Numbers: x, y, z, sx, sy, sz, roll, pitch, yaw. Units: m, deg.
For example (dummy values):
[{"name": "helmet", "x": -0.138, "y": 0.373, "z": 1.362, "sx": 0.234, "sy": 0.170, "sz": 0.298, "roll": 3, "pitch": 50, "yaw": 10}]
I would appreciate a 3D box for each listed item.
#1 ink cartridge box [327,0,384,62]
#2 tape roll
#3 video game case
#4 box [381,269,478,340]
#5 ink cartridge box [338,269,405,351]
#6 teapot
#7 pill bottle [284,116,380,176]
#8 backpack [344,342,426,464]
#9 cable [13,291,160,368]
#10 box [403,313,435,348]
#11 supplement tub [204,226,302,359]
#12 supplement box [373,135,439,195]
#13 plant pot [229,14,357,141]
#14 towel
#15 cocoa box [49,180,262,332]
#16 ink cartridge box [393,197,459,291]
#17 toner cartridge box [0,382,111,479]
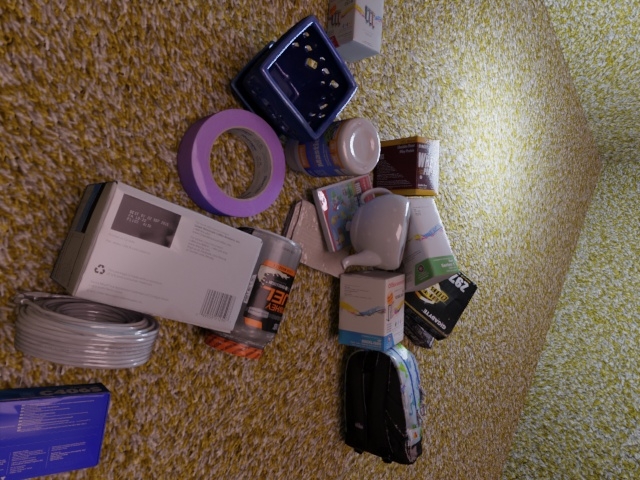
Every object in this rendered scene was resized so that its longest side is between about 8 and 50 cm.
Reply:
[{"name": "ink cartridge box", "x": 0.107, "y": -0.677, "z": 1.377, "sx": 0.128, "sy": 0.128, "sz": 0.176, "roll": 4, "pitch": 90, "yaw": -41}, {"name": "tape roll", "x": -0.228, "y": -0.199, "z": 1.154, "sx": 0.275, "sy": 0.090, "sz": 0.274, "roll": -4, "pitch": 97, "yaw": -40}, {"name": "video game case", "x": 0.097, "y": -0.097, "z": 1.444, "sx": 0.285, "sy": 0.025, "sz": 0.203, "roll": -24, "pitch": 101, "yaw": -46}, {"name": "box", "x": 0.389, "y": 0.167, "z": 1.625, "sx": 0.322, "sy": 0.079, "sz": 0.257, "roll": 41, "pitch": 62, "yaw": 1}, {"name": "ink cartridge box", "x": 0.173, "y": 0.223, "z": 1.459, "sx": 0.171, "sy": 0.168, "sz": 0.232, "roll": -5, "pitch": 97, "yaw": -58}, {"name": "teapot", "x": 0.173, "y": -0.038, "z": 1.372, "sx": 0.256, "sy": 0.187, "sz": 0.252, "roll": -21, "pitch": 120, "yaw": -72}, {"name": "pill bottle", "x": 0.021, "y": -0.255, "z": 1.243, "sx": 0.152, "sy": 0.272, "sz": 0.152, "roll": -4, "pitch": 96, "yaw": -42}, {"name": "backpack", "x": 0.212, "y": 0.519, "z": 1.497, "sx": 0.273, "sy": 0.290, "sz": 0.355, "roll": -24, "pitch": 102, "yaw": -46}, {"name": "cable", "x": -0.458, "y": 0.181, "z": 0.875, "sx": 0.257, "sy": 0.257, "sz": 0.089, "roll": 15, "pitch": 89, "yaw": -43}, {"name": "box", "x": 0.420, "y": 0.242, "z": 1.761, "sx": 0.242, "sy": 0.077, "sz": 0.307, "roll": 46, "pitch": 64, "yaw": -33}, {"name": "supplement tub", "x": -0.180, "y": 0.136, "z": 1.155, "sx": 0.194, "sy": 0.194, "sz": 0.315, "roll": 25, "pitch": 78, "yaw": -39}, {"name": "supplement box", "x": 0.299, "y": -0.252, "z": 1.538, "sx": 0.129, "sy": 0.191, "sz": 0.193, "roll": -3, "pitch": 95, "yaw": -41}, {"name": "plant pot", "x": -0.082, "y": -0.414, "z": 1.180, "sx": 0.236, "sy": 0.212, "sz": 0.235, "roll": 49, "pitch": 62, "yaw": -32}, {"name": "towel", "x": 0.000, "y": 0.000, "z": 1.395, "sx": 0.282, "sy": 0.049, "sz": 0.187, "roll": 25, "pitch": 78, "yaw": -40}, {"name": "cocoa box", "x": -0.354, "y": 0.039, "z": 0.971, "sx": 0.347, "sy": 0.228, "sz": 0.231, "roll": 24, "pitch": 78, "yaw": -40}, {"name": "ink cartridge box", "x": 0.329, "y": 0.017, "z": 1.506, "sx": 0.117, "sy": 0.201, "sz": 0.277, "roll": -5, "pitch": 70, "yaw": -26}, {"name": "toner cartridge box", "x": -0.621, "y": 0.384, "z": 0.871, "sx": 0.348, "sy": 0.075, "sz": 0.165, "roll": 12, "pitch": 85, "yaw": -41}]
